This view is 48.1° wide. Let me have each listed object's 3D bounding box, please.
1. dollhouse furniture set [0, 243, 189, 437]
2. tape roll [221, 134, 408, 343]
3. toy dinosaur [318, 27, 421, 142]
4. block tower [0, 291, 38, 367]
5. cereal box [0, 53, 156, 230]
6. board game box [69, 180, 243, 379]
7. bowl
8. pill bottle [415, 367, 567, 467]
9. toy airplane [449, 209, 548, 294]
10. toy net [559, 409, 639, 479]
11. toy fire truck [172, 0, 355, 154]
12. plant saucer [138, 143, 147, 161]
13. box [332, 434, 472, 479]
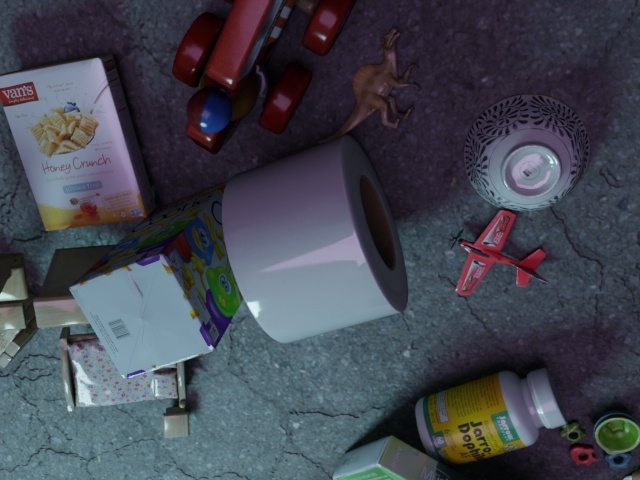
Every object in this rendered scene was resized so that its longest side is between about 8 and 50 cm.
[{"bbox_3d":[-0.361,0.205,1.106,0.303,0.174,0.356,-3,113,-10],"label":"dollhouse furniture set"},{"bbox_3d":[0.000,0.000,0.963,0.169,0.246,0.246,-18,109,18],"label":"tape roll"},{"bbox_3d":[0.079,-0.193,0.980,0.092,0.053,0.183,34,108,11],"label":"toy dinosaur"},{"bbox_3d":[-0.617,0.059,1.185,0.335,0.097,0.091,39,114,-10],"label":"block tower"},{"bbox_3d":[-0.357,-0.139,1.054,0.173,0.047,0.240,-7,112,13],"label":"cereal box"},{"bbox_3d":[-0.194,0.043,0.999,0.142,0.275,0.144,-20,108,17],"label":"board game box"},{"bbox_3d":[0.278,-0.103,0.959,0.170,0.080,0.170,4,115,8],"label":"bowl"},{"bbox_3d":[0.262,0.269,1.104,0.208,0.117,0.118,-23,108,18],"label":"pill bottle"},{"bbox_3d":[0.262,0.024,1.045,0.151,0.028,0.151,4,116,9],"label":"toy airplane"},{"bbox_3d":[0.484,0.368,1.148,0.122,0.045,0.232,-30,105,20],"label":"toy net"},{"bbox_3d":[-0.088,-0.236,0.869,0.169,0.254,0.302,30,115,-4],"label":"toy fire truck"},{"bbox_3d":[-0.360,-0.148,1.088,0.192,0.018,0.067,24,116,-2],"label":"plant saucer"},{"bbox_3d":[0.198,0.425,1.153,0.322,0.058,0.232,29,152,-5],"label":"box"}]
